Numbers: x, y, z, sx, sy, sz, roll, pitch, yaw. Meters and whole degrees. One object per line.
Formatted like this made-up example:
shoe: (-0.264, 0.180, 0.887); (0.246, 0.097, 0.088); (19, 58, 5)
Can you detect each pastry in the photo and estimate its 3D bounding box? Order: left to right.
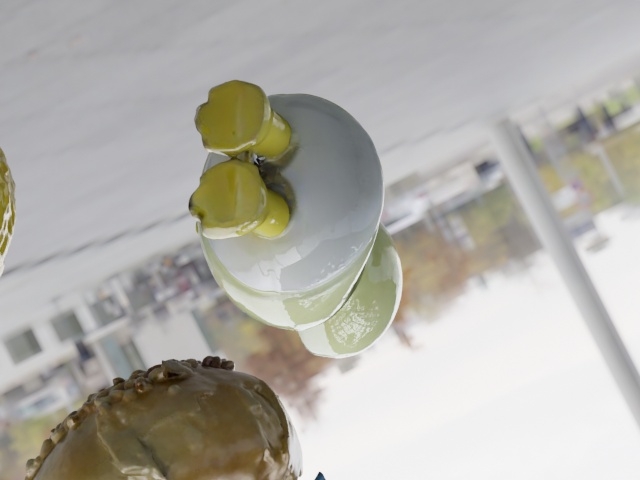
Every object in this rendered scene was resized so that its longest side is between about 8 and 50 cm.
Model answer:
pastry: (-0.158, 0.224, 1.651); (0.284, 0.184, 0.315); (-28, 151, -24)

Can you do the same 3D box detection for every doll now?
doll: (-0.012, 0.002, 1.123); (0.117, 0.141, 0.296); (-6, 158, 4)

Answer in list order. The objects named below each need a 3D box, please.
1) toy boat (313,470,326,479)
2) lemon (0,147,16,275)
toy boat: (-0.070, 0.306, 1.833); (0.238, 0.098, 0.109); (-37, -174, 25)
lemon: (-0.241, -0.025, 0.887); (0.180, 0.193, 0.180); (-44, -179, 1)
